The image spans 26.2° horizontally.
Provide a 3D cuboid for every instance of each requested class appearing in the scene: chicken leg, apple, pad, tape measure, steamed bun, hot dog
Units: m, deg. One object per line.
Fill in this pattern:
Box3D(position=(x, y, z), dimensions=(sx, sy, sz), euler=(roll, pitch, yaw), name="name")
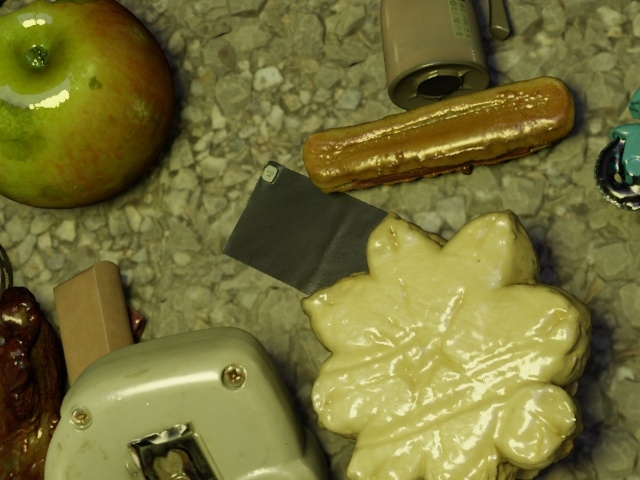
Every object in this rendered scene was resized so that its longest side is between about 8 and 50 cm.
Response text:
Box3D(position=(-0.295, 0.195, 1.400), dimensions=(0.083, 0.177, 0.322), euler=(-4, 73, -13), name="chicken leg")
Box3D(position=(-0.281, -0.158, 1.455), dimensions=(0.246, 0.226, 0.246), euler=(-4, 74, 12), name="apple")
Box3D(position=(0.000, 0.000, 1.450), dimensions=(0.193, 0.004, 0.116), euler=(26, 84, 20), name="pad")
Box3D(position=(-0.136, 0.226, 1.321), dimensions=(0.258, 0.130, 0.265), euler=(-24, 106, 9), name="tape measure")
Box3D(position=(0.126, 0.111, 1.317), dimensions=(0.296, 0.137, 0.292), euler=(14, 84, 27), name="steamed bun")
Box3D(position=(0.120, -0.106, 1.413), dimensions=(0.286, 0.061, 0.087), euler=(-7, 70, 15), name="hot dog")

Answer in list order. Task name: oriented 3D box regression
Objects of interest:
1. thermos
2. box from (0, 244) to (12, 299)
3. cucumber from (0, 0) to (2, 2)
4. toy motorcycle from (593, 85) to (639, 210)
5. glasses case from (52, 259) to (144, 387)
Box3D(position=(0.126, -0.241, 1.438), dimensions=(0.137, 0.105, 0.193), euler=(-2, 66, -11), name="thermos")
Box3D(position=(-0.433, 0.039, 1.494), dimensions=(0.151, 0.135, 0.151), euler=(-5, 74, 16), name="box")
Box3D(position=(-0.400, -0.282, 1.613), dimensions=(0.058, 0.058, 0.187), euler=(30, 84, 21), name="cucumber")
Box3D(position=(0.404, -0.094, 1.300), dimensions=(0.272, 0.123, 0.182), euler=(11, 72, 12), name="toy motorcycle")
Box3D(position=(-0.226, 0.130, 1.455), dimensions=(0.102, 0.070, 0.193), euler=(-27, 69, 37), name="glasses case")
